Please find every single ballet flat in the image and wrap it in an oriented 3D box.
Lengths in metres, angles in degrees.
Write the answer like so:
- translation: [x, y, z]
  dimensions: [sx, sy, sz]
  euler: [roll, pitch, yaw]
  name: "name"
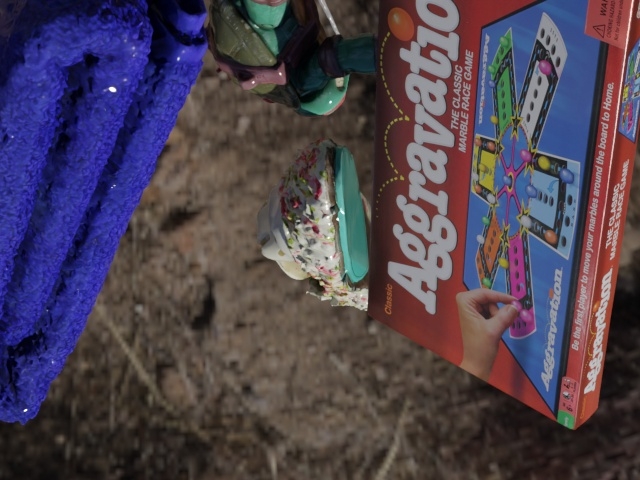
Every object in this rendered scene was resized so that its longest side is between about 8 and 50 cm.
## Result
- translation: [0.000, 0.000, 1.122]
  dimensions: [0.077, 0.091, 0.241]
  euler: [-4, 161, 11]
  name: "ballet flat"

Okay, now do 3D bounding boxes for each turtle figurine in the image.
- translation: [-0.014, -0.136, 0.979]
  dimensions: [0.118, 0.175, 0.234]
  euler: [-50, 146, -7]
  name: "turtle figurine"

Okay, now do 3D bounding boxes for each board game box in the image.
- translation: [0.089, -0.045, 0.853]
  dimensions: [0.027, 0.145, 0.281]
  euler: [-33, 138, -36]
  name: "board game box"

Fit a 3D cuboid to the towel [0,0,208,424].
- translation: [-0.132, -0.114, 0.637]
  dimensions: [0.076, 0.308, 0.228]
  euler: [-7, 146, -25]
  name: "towel"
